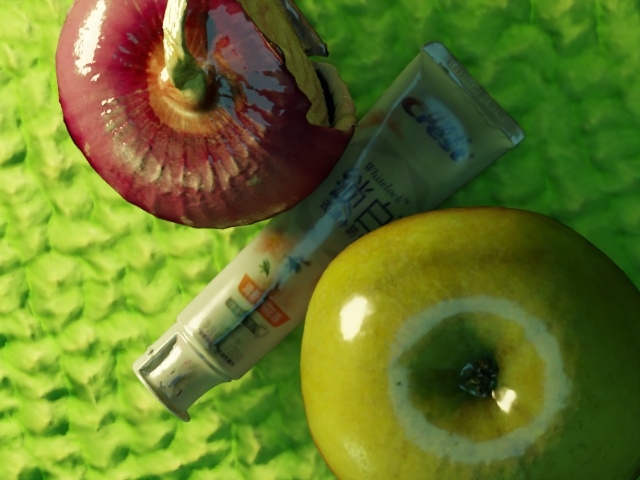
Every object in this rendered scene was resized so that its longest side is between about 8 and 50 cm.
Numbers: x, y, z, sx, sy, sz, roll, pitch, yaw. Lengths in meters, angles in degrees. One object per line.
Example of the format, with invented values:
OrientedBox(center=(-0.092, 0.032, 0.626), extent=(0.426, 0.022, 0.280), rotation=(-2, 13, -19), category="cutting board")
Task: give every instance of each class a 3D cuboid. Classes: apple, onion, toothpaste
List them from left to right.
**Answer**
OrientedBox(center=(-0.090, -0.105, 1.319), extent=(0.200, 0.200, 0.207), rotation=(-45, 120, 7), category="onion")
OrientedBox(center=(0.000, 0.000, 1.370), extent=(0.323, 0.066, 0.100), rotation=(-44, 95, 2), category="toothpaste")
OrientedBox(center=(0.113, 0.095, 1.296), extent=(0.261, 0.194, 0.261), rotation=(0, 92, 3), category="apple")
